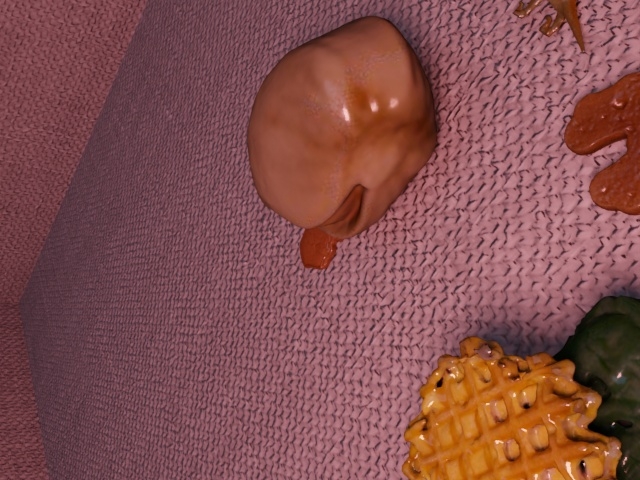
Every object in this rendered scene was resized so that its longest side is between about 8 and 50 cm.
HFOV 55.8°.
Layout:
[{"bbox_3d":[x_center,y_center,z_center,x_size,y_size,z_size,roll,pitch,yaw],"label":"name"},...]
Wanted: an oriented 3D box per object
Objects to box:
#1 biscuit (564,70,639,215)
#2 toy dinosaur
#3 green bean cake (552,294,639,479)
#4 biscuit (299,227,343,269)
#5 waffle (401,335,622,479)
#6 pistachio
[{"bbox_3d":[0.440,-0.160,0.717,0.295,0.044,0.186,-34,61,40],"label":"biscuit"},{"bbox_3d":[0.354,-0.353,0.861,0.162,0.039,0.126,49,117,41],"label":"toy dinosaur"},{"bbox_3d":[0.354,0.251,0.629,0.300,0.169,0.308,47,116,45],"label":"green bean cake"},{"bbox_3d":[0.000,0.000,1.197,0.130,0.019,0.102,-55,45,26],"label":"biscuit"},{"bbox_3d":[0.188,0.244,0.659,0.262,0.060,0.281,26,101,57],"label":"waffle"},{"bbox_3d":[0.023,-0.184,1.038,0.445,0.281,0.366,152,124,-62],"label":"pistachio"}]
